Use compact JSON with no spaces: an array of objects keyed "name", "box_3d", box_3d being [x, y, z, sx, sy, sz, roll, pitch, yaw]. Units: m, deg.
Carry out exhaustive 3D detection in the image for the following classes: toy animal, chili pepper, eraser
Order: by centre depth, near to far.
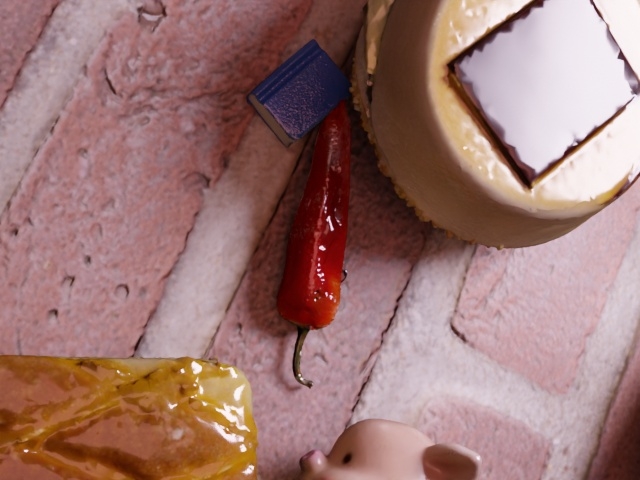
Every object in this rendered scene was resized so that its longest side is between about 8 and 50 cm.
[{"name":"toy animal","box_3d":[0.033,0.273,0.902,0.149,0.165,0.248,23,83,-21]},{"name":"chili pepper","box_3d":[0.000,0.000,0.972,0.059,0.050,0.267,10,88,2]},{"name":"eraser","box_3d":[-0.018,-0.137,0.998,0.085,0.027,0.063,-43,99,-19]}]

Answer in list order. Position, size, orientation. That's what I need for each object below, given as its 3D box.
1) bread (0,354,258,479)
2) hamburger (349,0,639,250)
[{"name":"bread","box_3d":[-0.193,0.222,0.799,0.279,0.207,0.278,5,81,-18]},{"name":"hamburger","box_3d":[0.175,-0.139,0.993,0.302,0.170,0.301,1,87,-21]}]
